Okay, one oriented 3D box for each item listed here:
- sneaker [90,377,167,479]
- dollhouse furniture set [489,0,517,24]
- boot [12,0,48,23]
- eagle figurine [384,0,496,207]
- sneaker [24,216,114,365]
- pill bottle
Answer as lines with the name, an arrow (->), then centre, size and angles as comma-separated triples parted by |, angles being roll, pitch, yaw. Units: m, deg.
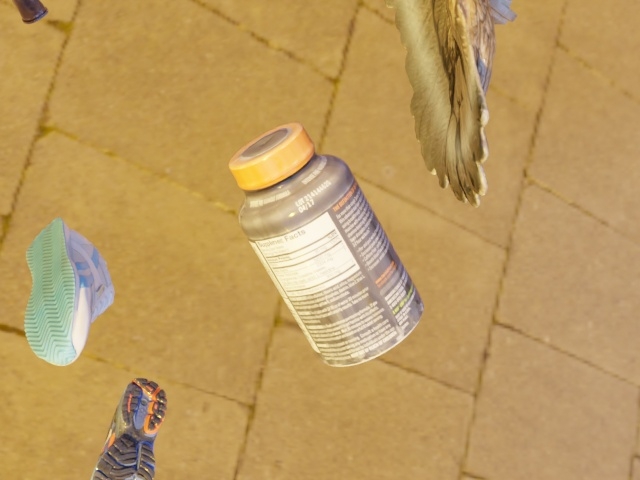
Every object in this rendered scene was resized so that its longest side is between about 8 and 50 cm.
sneaker -> -0.271, 0.304, 1.701 | 0.083, 0.087, 0.221 | 25, 49, -9
dollhouse furniture set -> 0.001, -0.261, 1.130 | 0.198, 0.303, 0.286 | -51, 162, 16
boot -> -0.418, -0.351, 1.633 | 0.037, 0.106, 0.114 | -38, 127, -12
eagle figurine -> 0.081, -0.196, 0.670 | 0.225, 0.226, 0.298 | -38, 86, -22
sneaker -> -0.282, 0.065, 1.402 | 0.092, 0.087, 0.228 | 40, 20, -32
pill bottle -> 0.000, 0.000, 1.270 | 0.130, 0.130, 0.245 | -42, 113, -33
